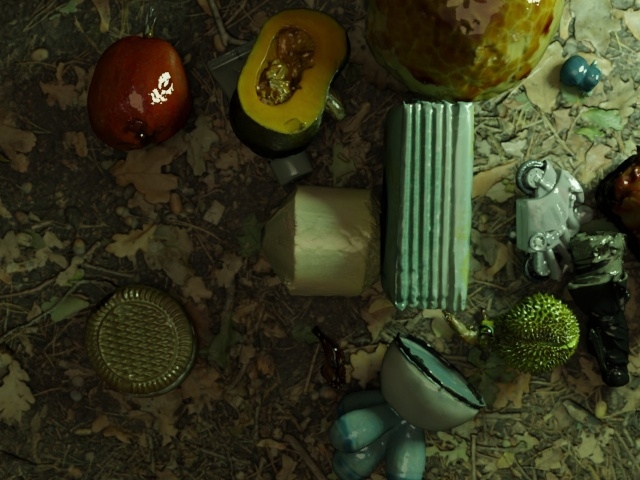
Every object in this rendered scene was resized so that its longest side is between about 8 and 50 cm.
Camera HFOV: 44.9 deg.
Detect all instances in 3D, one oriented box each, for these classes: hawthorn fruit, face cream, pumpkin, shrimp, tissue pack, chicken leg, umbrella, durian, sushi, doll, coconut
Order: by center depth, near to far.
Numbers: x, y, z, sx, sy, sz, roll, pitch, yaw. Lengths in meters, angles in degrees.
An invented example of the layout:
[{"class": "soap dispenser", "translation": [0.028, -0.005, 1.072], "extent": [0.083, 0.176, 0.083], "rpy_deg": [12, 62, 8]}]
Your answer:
[{"class": "tissue pack", "translation": [0.202, -0.071, 1.525], "extent": [0.162, 0.287, 0.387], "rpy_deg": [1, 95, -1]}, {"class": "pumpkin", "translation": [-0.040, -0.312, 1.545], "extent": [0.222, 0.139, 0.317], "rpy_deg": [23, 71, 2]}, {"class": "sushi", "translation": [0.704, -0.046, 1.555], "extent": [0.196, 0.182, 0.343], "rpy_deg": [-37, 96, -1]}, {"class": "coconut", "translation": [0.000, 0.000, 1.572], "extent": [0.244, 0.239, 0.239], "rpy_deg": [-1, 96, 3]}, {"class": "hawthorn fruit", "translation": [-0.365, -0.331, 1.580], "extent": [0.211, 0.211, 0.298], "rpy_deg": [1, 85, 3]}, {"class": "umbrella", "translation": [0.584, 0.149, 1.589], "extent": [0.113, 0.106, 0.357], "rpy_deg": [0, 114, 36]}, {"class": "doll", "translation": [0.539, -0.347, 1.600], "extent": [0.083, 0.050, 0.076], "rpy_deg": [25, 92, 2]}, {"class": "durian", "translation": [0.442, 0.199, 1.613], "extent": [0.198, 0.146, 0.159], "rpy_deg": [-32, 84, 25]}, {"class": "face cream", "translation": [-0.114, -0.268, 1.629], "extent": [0.143, 0.089, 0.314], "rpy_deg": [-25, 87, 4]}, {"class": "shrimp", "translation": [0.317, 0.170, 1.675], "extent": [0.114, 0.023, 0.083], "rpy_deg": [40, 93, -7]}, {"class": "chicken leg", "translation": [0.021, 0.256, 1.697], "extent": [0.062, 0.037, 0.144], "rpy_deg": [-9, 97, 17]}]

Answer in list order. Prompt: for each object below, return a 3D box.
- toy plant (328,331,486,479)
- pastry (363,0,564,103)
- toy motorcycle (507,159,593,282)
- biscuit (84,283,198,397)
[{"class": "toy plant", "translation": [0.148, 0.379, 1.612], "extent": [0.247, 0.247, 0.332], "rpy_deg": [39, 100, -1]}, {"class": "pastry", "translation": [0.272, -0.450, 1.472], "extent": [0.389, 0.312, 0.388], "rpy_deg": [0, 92, 0]}, {"class": "toy motorcycle", "translation": [0.487, -0.044, 1.608], "extent": [0.171, 0.110, 0.260], "rpy_deg": [-9, 100, -8]}, {"class": "biscuit", "translation": [-0.391, 0.221, 1.690], "extent": [0.259, 0.079, 0.259], "rpy_deg": [0, 96, 4]}]
